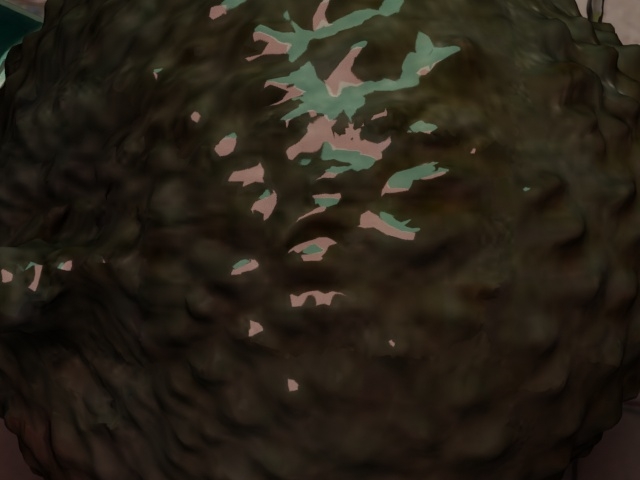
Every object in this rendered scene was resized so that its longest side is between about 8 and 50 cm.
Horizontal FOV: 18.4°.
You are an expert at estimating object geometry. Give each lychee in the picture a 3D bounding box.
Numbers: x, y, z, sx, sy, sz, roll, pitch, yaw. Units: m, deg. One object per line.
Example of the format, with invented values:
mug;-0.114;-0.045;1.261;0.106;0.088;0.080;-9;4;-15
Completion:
lychee;0.000;0.000;0.711;0.274;0.255;0.255;-11;54;-44

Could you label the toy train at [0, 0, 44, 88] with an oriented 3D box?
toy train;-0.297;-0.126;0.863;0.407;0.088;0.086;25;63;15
